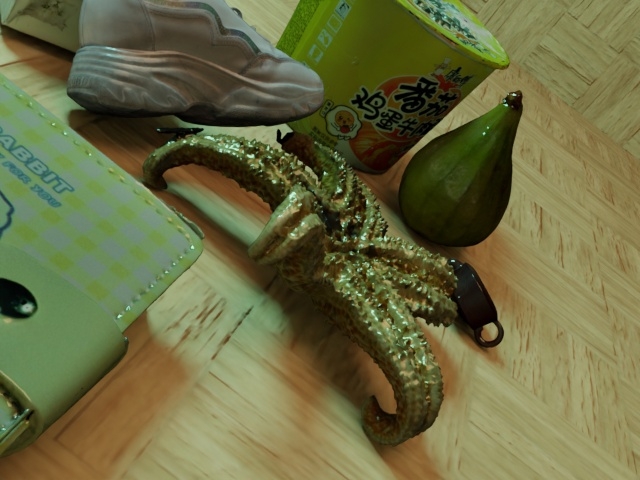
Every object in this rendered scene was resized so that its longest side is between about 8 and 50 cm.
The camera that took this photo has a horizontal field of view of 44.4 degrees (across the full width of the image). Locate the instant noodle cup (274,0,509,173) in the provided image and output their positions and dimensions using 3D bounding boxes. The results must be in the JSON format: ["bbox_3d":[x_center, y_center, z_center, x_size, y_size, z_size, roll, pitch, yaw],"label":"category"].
[{"bbox_3d":[0.066,-0.217,0.945,0.264,0.200,0.264,30,28,-18],"label":"instant noodle cup"}]

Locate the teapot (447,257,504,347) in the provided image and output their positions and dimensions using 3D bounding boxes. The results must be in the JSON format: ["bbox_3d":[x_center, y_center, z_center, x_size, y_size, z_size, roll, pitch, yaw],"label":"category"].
[{"bbox_3d":[0.146,0.062,0.780,0.100,0.045,0.068,64,9,11],"label":"teapot"}]

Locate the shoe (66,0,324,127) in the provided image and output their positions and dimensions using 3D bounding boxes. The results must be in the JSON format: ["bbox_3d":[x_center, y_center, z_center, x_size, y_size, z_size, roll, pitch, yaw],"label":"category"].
[{"bbox_3d":[-0.100,-0.171,0.690,0.245,0.137,0.095,-1,8,-38],"label":"shoe"}]

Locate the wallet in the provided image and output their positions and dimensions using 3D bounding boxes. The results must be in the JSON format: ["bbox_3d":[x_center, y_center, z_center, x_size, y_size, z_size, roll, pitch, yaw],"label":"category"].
[{"bbox_3d":[-0.199,0.004,0.364,0.223,0.077,0.309,43,22,-3],"label":"wallet"}]

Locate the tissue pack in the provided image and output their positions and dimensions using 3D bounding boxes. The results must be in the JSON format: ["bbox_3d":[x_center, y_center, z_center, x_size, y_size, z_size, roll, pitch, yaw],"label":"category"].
[{"bbox_3d":[-0.209,-0.228,0.721,0.149,0.099,0.106,16,30,-38],"label":"tissue pack"}]

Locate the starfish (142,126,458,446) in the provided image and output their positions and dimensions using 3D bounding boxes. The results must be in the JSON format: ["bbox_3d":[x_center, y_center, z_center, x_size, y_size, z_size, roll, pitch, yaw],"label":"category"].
[{"bbox_3d":[-0.004,0.001,0.616,0.303,0.113,0.312,43,17,2],"label":"starfish"}]

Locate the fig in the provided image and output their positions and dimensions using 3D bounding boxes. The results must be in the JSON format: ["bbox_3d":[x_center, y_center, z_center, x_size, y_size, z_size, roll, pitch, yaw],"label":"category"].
[{"bbox_3d":[0.160,-0.086,0.890,0.133,0.184,0.127,7,12,-38],"label":"fig"}]
